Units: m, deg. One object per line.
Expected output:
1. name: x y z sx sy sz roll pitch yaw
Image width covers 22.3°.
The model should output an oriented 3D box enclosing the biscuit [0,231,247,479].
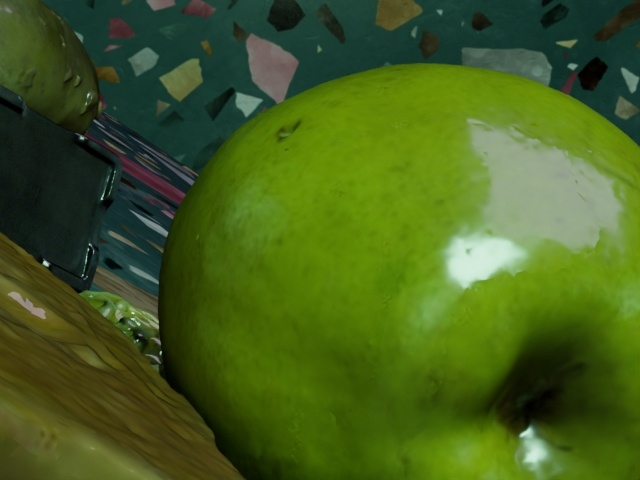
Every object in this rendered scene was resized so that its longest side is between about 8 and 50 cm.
1. biscuit: -0.199 -0.005 0.567 0.365 0.062 0.385 34 2 -37

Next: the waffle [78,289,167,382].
1. waffle: -0.057 0.087 0.913 0.183 0.036 0.169 34 0 -38

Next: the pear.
1. pear: 0.044 0.041 0.729 0.253 0.253 0.307 33 -4 -24

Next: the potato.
1. potato: -0.264 -0.131 1.201 0.191 0.141 0.296 18 -2 19

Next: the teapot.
1. teapot: -0.194 -0.030 0.920 0.096 0.087 0.177 1 -19 37
